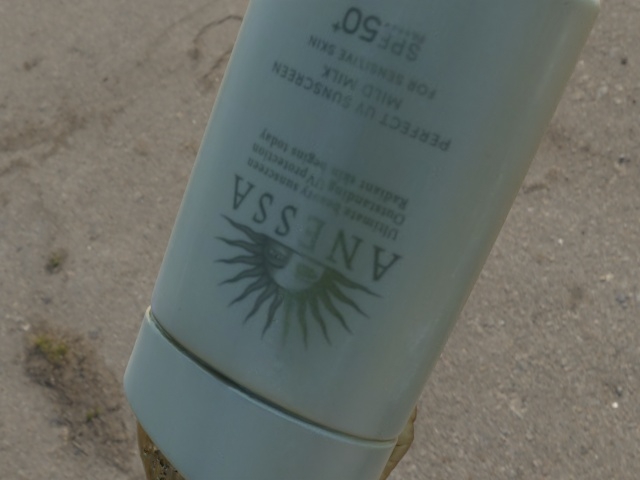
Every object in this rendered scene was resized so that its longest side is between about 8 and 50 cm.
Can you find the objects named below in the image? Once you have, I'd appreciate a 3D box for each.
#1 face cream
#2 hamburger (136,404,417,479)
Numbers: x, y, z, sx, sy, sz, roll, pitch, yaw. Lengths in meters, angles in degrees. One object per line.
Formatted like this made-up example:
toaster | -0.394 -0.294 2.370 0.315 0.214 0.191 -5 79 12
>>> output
face cream | 0.000 0.000 0.513 0.173 0.081 0.349 28 109 15
hamburger | -0.062 0.180 0.992 0.284 0.174 0.304 43 105 40
